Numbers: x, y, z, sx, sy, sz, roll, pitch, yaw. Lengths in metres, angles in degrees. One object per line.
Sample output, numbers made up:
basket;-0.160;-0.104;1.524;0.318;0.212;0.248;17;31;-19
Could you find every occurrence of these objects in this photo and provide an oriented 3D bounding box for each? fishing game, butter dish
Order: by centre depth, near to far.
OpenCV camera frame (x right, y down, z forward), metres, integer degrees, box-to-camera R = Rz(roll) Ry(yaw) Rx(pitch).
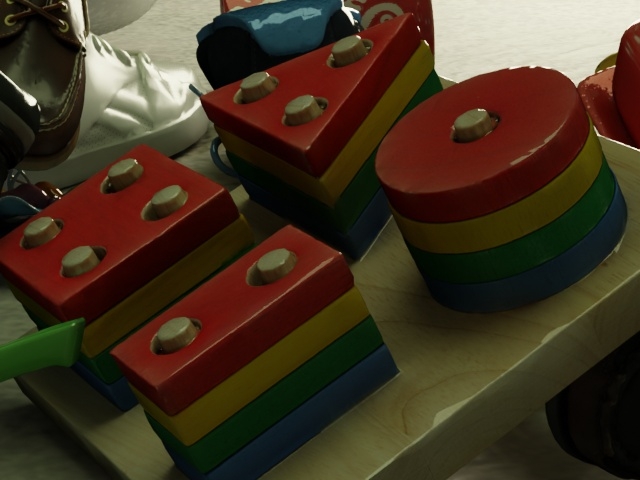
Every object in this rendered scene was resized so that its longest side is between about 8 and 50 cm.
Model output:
fishing game;-0.183;-0.031;1.161;0.264;0.041;0.189;0;3;18
butter dish;0.262;-0.113;1.260;0.159;0.118;0.160;-15;43;-5

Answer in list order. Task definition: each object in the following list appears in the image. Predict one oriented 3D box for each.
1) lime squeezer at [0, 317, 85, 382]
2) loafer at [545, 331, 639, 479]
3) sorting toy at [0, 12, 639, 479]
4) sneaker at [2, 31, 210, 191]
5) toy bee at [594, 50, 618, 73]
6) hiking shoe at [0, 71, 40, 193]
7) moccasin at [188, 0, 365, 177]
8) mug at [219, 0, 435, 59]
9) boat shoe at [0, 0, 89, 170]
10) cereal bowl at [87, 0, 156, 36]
lime squeezer;-0.254;0.055;0.774;0.310;0.110;0.059;12;26;9
loafer;0.242;0.053;0.823;0.302;0.109;0.095;-6;21;-28
sorting toy;0.000;0.000;0.823;0.255;0.089;0.257;-35;29;-16
sneaker;-0.171;-0.137;1.358;0.108;0.169;0.292;6;16;27
toy bee;0.308;-0.149;1.488;0.195;0.162;0.298;12;39;-1
hiking shoe;-0.279;-0.027;0.899;0.304;0.132;0.113;-1;-28;32
moccasin;-0.029;-0.094;1.292;0.137;0.117;0.342;-9;4;6
mug;0.005;-0.171;1.586;0.169;0.113;0.150;-5;15;-4
boat shoe;-0.176;-0.127;1.148;0.073;0.073;0.207;6;39;-16
cereal bowl;-0.298;-0.242;1.708;0.339;0.141;0.339;7;3;0
